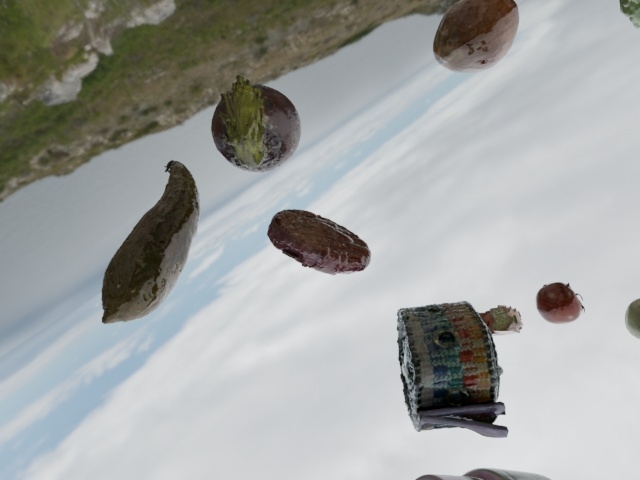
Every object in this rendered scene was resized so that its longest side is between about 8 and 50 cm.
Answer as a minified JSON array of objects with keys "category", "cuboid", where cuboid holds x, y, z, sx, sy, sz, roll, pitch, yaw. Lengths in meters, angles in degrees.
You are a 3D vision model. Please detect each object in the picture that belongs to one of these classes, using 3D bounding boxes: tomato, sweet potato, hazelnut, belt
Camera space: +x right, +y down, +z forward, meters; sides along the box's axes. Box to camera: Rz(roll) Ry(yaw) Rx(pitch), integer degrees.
[{"category":"tomato","cuboid":[0.864,0.233,2.053,0.167,0.167,0.167,-33,-172,5]},{"category":"sweet potato","cuboid":[-0.314,-0.011,1.115,0.130,0.130,0.423,-28,-144,38]},{"category":"hazelnut","cuboid":[0.366,-0.494,1.356,0.214,0.176,0.214,-38,174,-5]},{"category":"belt","cuboid":[0.220,0.208,0.954,0.160,0.207,0.295,-5,175,2]}]

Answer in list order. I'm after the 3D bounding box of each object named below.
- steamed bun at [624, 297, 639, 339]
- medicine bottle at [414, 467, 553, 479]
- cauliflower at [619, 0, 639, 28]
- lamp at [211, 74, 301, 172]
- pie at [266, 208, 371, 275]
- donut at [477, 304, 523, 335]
[{"category":"steamed bun","cuboid":[0.824,0.197,1.415,0.129,0.113,0.091,-1,-165,-13]},{"category":"medicine bottle","cuboid":[0.349,0.602,1.160,0.256,0.324,0.256,-44,-142,47]},{"category":"cauliflower","cuboid":[0.629,-0.472,0.870,0.281,0.261,0.327,-3,153,-31]},{"category":"lamp","cuboid":[-0.111,-0.183,0.966,0.156,0.157,0.135,-52,-149,36]},{"category":"pie","cuboid":[0.000,0.000,0.921,0.182,0.182,0.050,-59,172,-72]},{"category":"donut","cuboid":[0.419,0.196,1.354,0.117,0.065,0.166,10,162,-36]}]
